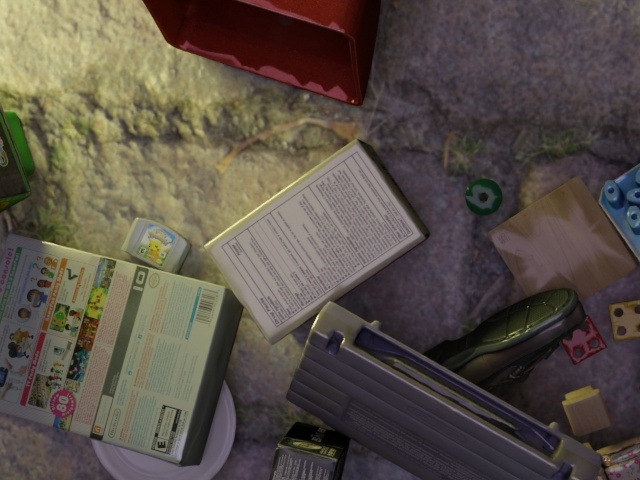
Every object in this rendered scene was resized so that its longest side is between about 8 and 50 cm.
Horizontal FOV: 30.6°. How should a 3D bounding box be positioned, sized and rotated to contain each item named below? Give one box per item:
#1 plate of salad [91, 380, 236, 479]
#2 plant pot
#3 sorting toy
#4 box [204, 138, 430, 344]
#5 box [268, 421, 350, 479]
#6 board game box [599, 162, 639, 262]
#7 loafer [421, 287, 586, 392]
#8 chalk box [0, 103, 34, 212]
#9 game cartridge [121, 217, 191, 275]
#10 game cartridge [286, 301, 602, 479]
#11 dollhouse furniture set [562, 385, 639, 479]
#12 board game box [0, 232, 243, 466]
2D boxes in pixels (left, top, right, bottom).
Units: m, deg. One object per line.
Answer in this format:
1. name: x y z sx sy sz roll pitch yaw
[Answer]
1. plate of salad: -0.204 0.233 1.525 0.200 0.048 0.199 0 89 10
2. plant pot: -0.042 -0.340 1.387 0.267 0.267 0.235 19 82 7
3. sorting toy: 0.302 0.018 1.447 0.132 0.046 0.274 -33 87 8
4. box: 0.000 0.000 1.448 0.232 0.127 0.148 -34 88 8
5. box: -0.025 0.332 1.455 0.078 0.147 0.180 13 95 7
6. board game box: 0.574 -0.012 1.300 0.390 0.050 0.390 -34 67 10
7. loafer: 0.215 0.145 1.430 0.267 0.096 0.084 -30 105 30
8. chalk box: -0.498 -0.097 1.465 0.179 0.289 0.180 -22 87 41
9. game cartridge: -0.214 0.005 1.535 0.083 0.017 0.056 26 92 6
10. game cartridge: 0.135 0.219 1.397 0.355 0.230 0.068 29 64 6
11. dollhouse furniture set: 0.484 0.299 1.314 0.303 0.174 0.355 -23 109 7
12. board game box: -0.272 0.136 1.473 0.303 0.097 0.224 14 84 13
